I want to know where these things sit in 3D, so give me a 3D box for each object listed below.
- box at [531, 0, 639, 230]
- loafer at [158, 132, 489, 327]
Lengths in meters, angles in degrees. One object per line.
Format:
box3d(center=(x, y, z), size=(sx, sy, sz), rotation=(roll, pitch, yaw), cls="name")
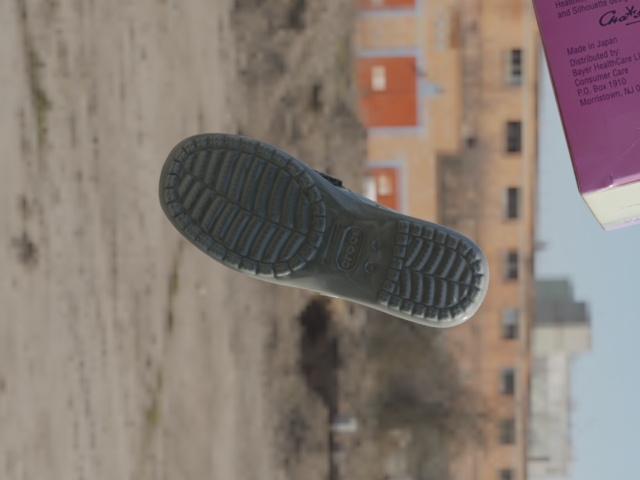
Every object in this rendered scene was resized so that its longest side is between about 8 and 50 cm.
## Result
box3d(center=(0.238, -0.093, 0.972), size=(0.243, 0.213, 0.117), rotation=(21, 56, -77), cls="box")
box3d(center=(0.000, 0.000, 1.290), size=(0.094, 0.251, 0.087), rotation=(-64, 172, -3), cls="loafer")
